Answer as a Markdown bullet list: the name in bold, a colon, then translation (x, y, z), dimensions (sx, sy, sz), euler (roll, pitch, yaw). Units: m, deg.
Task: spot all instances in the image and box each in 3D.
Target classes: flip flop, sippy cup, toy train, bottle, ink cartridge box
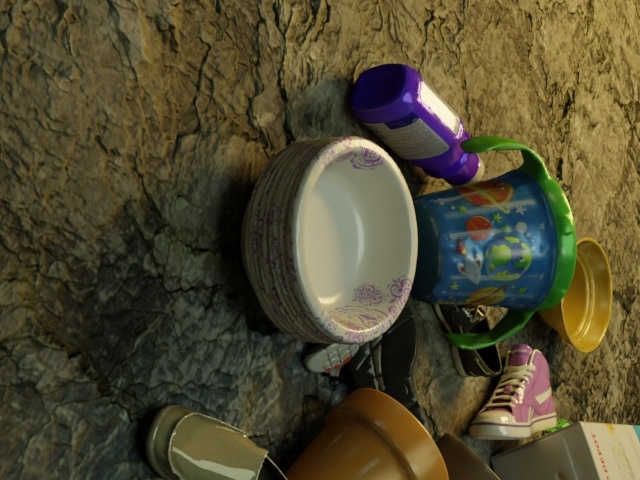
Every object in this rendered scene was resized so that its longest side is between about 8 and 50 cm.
- **flip flop**: translation (0.105, 0.213, 1.933), dimensions (0.080, 0.112, 0.277), euler (132, -55, -85)
- **sippy cup**: translation (0.245, 0.007, 1.986), dimensions (0.224, 0.240, 0.305), euler (-6, 76, -22)
- **toy train**: translation (0.458, 0.362, 2.439), dimensions (0.083, 0.024, 0.017), euler (-15, 102, -51)
- **bottle**: translation (0.164, -0.171, 1.986), dimensions (0.283, 0.118, 0.092), euler (37, 58, -45)
- **ink cartridge box**: translation (0.477, 0.452, 2.278), dimensions (0.270, 0.197, 0.198), euler (13, 55, -51)

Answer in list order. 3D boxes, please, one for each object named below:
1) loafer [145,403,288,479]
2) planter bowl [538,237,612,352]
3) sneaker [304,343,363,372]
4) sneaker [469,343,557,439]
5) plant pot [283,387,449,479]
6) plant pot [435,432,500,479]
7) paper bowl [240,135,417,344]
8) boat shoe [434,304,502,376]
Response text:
- **loafer**: translation (-0.120, 0.289, 1.640), dimensions (0.268, 0.092, 0.102), euler (40, 59, -45)
- **planter bowl**: translation (0.467, 0.103, 2.398), dimensions (0.217, 0.090, 0.217), euler (1, 89, -53)
- **sneaker**: translation (0.029, 0.137, 1.873), dimensions (0.158, 0.065, 0.061), euler (-32, 145, -27)
- **sneaker**: translation (0.332, 0.266, 2.227), dimensions (0.282, 0.102, 0.161), euler (-1, 87, -63)
- **plant pot**: translation (0.044, 0.344, 1.786), dimensions (0.188, 0.205, 0.205), euler (-34, 117, -30)
- **plant pot**: translation (0.216, 0.470, 1.966), dimensions (0.191, 0.284, 0.284), euler (-39, 125, -9)
- **paper bowl**: translation (0.000, 0.000, 1.751), dimensions (0.284, 0.148, 0.284), euler (-1, 91, -52)
- **boat shoe**: translation (0.250, 0.132, 2.135), dimensions (0.081, 0.069, 0.227), euler (-45, 124, -42)
